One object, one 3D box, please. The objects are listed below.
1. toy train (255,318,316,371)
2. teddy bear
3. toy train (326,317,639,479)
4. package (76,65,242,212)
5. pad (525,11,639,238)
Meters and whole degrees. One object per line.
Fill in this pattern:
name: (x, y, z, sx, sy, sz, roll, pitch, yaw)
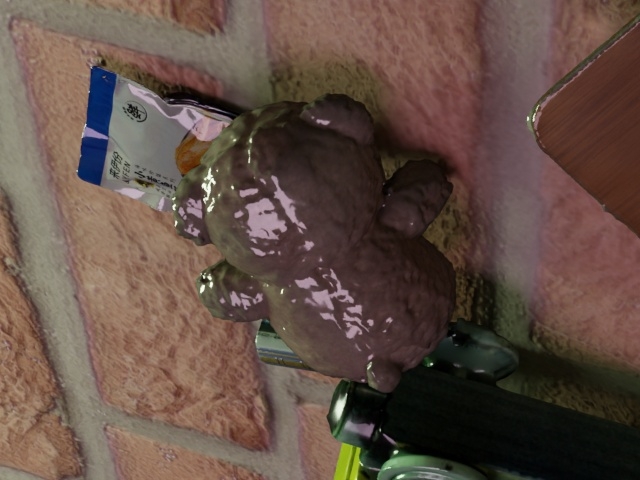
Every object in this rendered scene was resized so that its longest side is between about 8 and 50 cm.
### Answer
toy train: (0.062, 0.109, 1.859, 0.252, 0.048, 0.055, 7, 145, 23)
teddy bear: (0.001, 0.001, 1.635, 0.236, 0.151, 0.267, -32, 113, 12)
toy train: (0.207, 0.226, 1.801, 0.442, 0.179, 0.272, 17, 152, -6)
package: (-0.131, -0.076, 1.735, 0.173, 0.027, 0.171, 18, 146, 1)
pad: (0.332, -0.084, 1.348, 0.284, 0.018, 0.286, 40, 116, -23)
